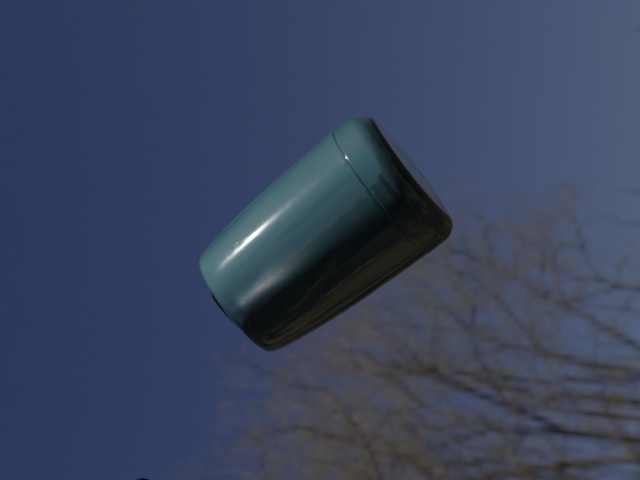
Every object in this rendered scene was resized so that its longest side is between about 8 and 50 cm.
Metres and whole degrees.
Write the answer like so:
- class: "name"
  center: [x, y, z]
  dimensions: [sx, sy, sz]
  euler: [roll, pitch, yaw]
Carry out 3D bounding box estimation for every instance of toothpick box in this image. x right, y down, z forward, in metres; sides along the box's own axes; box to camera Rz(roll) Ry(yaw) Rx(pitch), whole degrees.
- class: "toothpick box"
  center: [0.000, 0.000, 1.350]
  dimensions: [0.120, 0.184, 0.120]
  euler: [50, -172, -10]

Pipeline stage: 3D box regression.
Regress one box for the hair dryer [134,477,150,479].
- class: "hair dryer"
  center: [-0.195, 0.221, 1.166]
  dimensions: [0.197, 0.251, 0.089]
  euler: [44, -144, -30]
